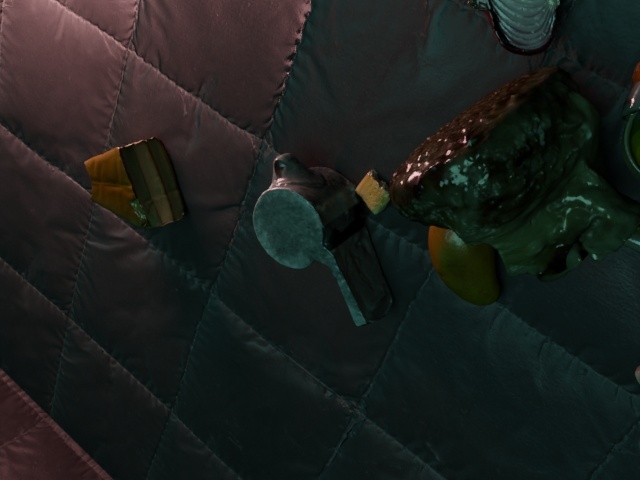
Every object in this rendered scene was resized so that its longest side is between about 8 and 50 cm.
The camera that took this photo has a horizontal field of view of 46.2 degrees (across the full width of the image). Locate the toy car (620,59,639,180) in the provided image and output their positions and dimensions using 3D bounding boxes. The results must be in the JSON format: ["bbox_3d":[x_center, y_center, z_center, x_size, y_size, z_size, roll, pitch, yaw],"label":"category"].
[{"bbox_3d":[0.560,-0.187,1.161,0.235,0.145,0.235,-2,82,15],"label":"toy car"}]

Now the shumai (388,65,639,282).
[{"bbox_3d":[0.343,-0.082,1.297,0.395,0.395,0.348,-29,104,39],"label":"shumai"}]

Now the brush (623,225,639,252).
[{"bbox_3d":[0.506,-0.035,1.369,0.312,0.067,0.072,24,121,29],"label":"brush"}]

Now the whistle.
[{"bbox_3d":[0.025,-0.007,1.660,0.404,0.168,0.188,42,128,9],"label":"whistle"}]

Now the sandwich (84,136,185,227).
[{"bbox_3d":[-0.498,-0.135,1.993,0.198,0.155,0.228,-12,100,40],"label":"sandwich"}]

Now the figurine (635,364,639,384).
[{"bbox_3d":[0.709,0.285,1.297,0.308,0.143,0.309,8,119,14],"label":"figurine"}]

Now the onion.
[{"bbox_3d":[0.334,-0.424,1.312,0.151,0.098,0.206,-4,100,10],"label":"onion"}]

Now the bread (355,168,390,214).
[{"bbox_3d":[0.118,-0.105,1.638,0.083,0.035,0.070,48,128,19],"label":"bread"}]

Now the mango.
[{"bbox_3d":[0.295,0.034,1.529,0.136,0.099,0.228,-15,107,32],"label":"mango"}]
